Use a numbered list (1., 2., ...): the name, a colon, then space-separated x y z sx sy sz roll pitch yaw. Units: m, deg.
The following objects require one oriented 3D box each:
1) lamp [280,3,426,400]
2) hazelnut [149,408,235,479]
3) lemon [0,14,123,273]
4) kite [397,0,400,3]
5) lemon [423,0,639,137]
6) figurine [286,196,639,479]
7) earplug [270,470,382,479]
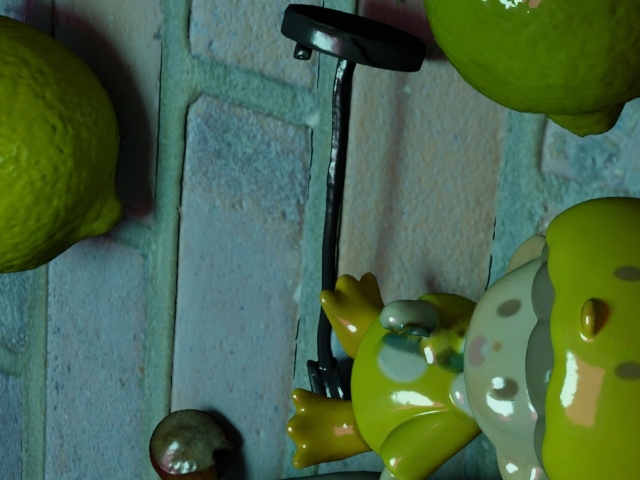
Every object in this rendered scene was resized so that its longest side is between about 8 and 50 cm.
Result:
1. lamp: 0.037 -0.008 1.264 0.130 0.108 0.371 -117 20 -69
2. hazelnut: -0.117 0.197 1.476 0.086 0.086 0.086 15 112 41
3. lemon: -0.297 -0.085 1.459 0.253 0.228 0.228 42 128 18
4. kite: 0.076 -0.237 1.205 0.090 0.004 0.122 12 110 42
5. lemon: 0.154 -0.186 1.022 0.184 0.184 0.249 8 108 43
6. figurine: 0.136 0.082 1.102 0.343 0.187 0.215 -5 77 43
7. earplug: -0.004 0.336 1.246 0.394 0.312 0.313 -17 90 42
